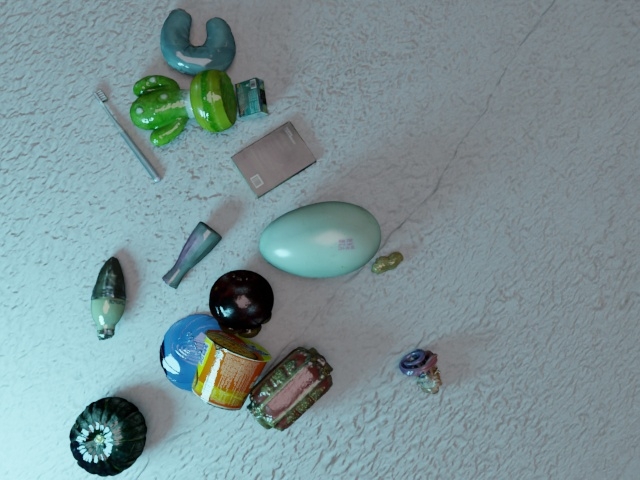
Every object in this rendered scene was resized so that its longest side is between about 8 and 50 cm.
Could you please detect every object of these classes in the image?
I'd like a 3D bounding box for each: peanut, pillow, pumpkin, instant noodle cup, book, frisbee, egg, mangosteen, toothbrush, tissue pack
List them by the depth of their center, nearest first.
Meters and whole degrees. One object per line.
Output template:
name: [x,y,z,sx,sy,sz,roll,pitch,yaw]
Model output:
pumpkin: [-0.614,0.566,1.661,0.220,0.162,0.221,0,77,0]
instant noodle cup: [-0.271,0.380,1.671,0.213,0.213,0.174,23,91,-5]
mangosteen: [-0.237,0.186,1.717,0.209,0.210,0.210,0,87,-7]
egg: [0.000,0.000,1.734,0.370,0.230,0.230,-8,88,-2]
frisbee: [-0.374,0.348,1.762,0.241,0.045,0.242,1,85,-7]
toothbrush: [-0.601,-0.323,1.782,0.030,0.025,0.342,-34,90,-10]
pillow: [-0.382,-0.617,1.797,0.233,0.086,0.214,7,81,-8]
tissue pack: [-0.212,-0.445,1.815,0.085,0.079,0.111,-10,87,24]
book: [-0.149,-0.259,1.833,0.228,0.024,0.160,-33,92,-8]
peanut: [0.216,0.071,1.846,0.113,0.054,0.054,-23,90,-10]

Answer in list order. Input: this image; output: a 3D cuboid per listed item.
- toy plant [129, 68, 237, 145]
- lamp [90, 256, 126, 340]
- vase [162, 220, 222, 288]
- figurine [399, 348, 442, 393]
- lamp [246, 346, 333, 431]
toy plant: [-0.427,-0.406,1.755,0.315,0.184,0.224,-5,82,9]
lamp: [-0.635,0.172,1.716,0.101,0.101,0.250,-1,75,-7]
vase: [-0.400,0.049,1.760,0.086,0.086,0.214,38,88,-3]
figurine: [0.332,0.411,1.820,0.157,0.126,0.114,42,39,-27]
lamp: [-0.091,0.444,1.728,0.274,0.177,0.177,-40,92,-7]
